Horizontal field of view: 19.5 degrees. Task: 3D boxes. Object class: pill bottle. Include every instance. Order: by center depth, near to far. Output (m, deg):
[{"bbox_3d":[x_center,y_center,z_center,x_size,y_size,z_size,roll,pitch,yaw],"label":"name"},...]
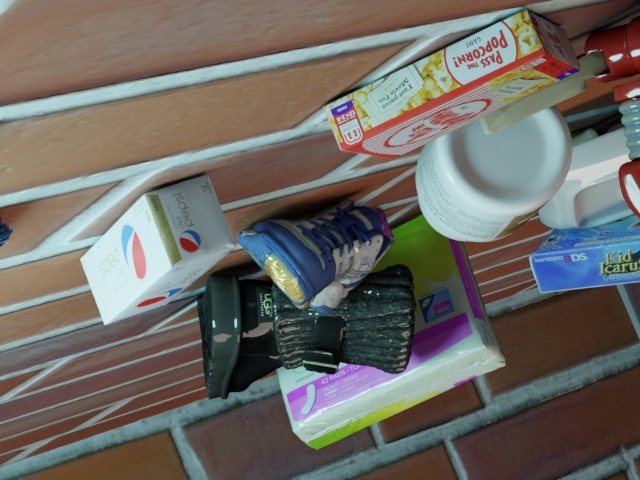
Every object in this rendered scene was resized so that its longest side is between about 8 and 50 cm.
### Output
[{"bbox_3d":[0.163,-0.068,1.848,0.131,0.131,0.229,-21,172,-9],"label":"pill bottle"}]

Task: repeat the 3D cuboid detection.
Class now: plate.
[{"bbox_3d":[0.391,-0.084,2.217,0.278,0.045,0.277,-20,163,5],"label":"plate"}]

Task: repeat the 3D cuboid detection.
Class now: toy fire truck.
[{"bbox_3d":[0.287,-0.109,1.695,0.246,0.217,0.158,-10,-178,38],"label":"toy fire truck"}]

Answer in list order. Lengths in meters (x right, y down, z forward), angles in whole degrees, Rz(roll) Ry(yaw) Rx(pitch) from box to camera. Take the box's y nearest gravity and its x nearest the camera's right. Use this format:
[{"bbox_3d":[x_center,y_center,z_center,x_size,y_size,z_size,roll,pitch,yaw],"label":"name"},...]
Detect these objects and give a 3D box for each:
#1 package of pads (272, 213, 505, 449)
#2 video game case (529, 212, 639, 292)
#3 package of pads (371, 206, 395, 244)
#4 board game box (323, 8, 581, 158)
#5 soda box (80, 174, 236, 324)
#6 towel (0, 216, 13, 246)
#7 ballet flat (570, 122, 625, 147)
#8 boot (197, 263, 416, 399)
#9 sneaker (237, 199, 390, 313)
[{"bbox_3d":[0.073,0.113,2.475,0.296,0.229,0.101,-26,149,15],"label":"package of pads"},{"bbox_3d":[0.433,-0.025,2.345,0.269,0.061,0.244,-8,-160,35],"label":"video game case"},{"bbox_3d":[0.050,-0.003,2.265,0.032,0.050,0.083,-15,170,-42],"label":"package of pads"},{"bbox_3d":[0.116,-0.132,1.606,0.193,0.045,0.147,-25,172,18],"label":"board game box"},{"bbox_3d":[-0.154,0.012,1.728,0.069,0.074,0.216,-18,171,-27],"label":"soda box"},{"bbox_3d":[-0.302,0.015,1.518,0.067,0.029,0.119,-15,170,-35],"label":"towel"},{"bbox_3d":[0.385,-0.117,2.335,0.086,0.086,0.248,-28,170,36],"label":"ballet flat"},{"bbox_3d":[-0.020,0.121,2.360,0.260,0.131,0.348,-3,169,-8],"label":"boot"},{"bbox_3d":[0.000,0.000,2.062,0.131,0.112,0.296,-41,171,6],"label":"sneaker"}]
